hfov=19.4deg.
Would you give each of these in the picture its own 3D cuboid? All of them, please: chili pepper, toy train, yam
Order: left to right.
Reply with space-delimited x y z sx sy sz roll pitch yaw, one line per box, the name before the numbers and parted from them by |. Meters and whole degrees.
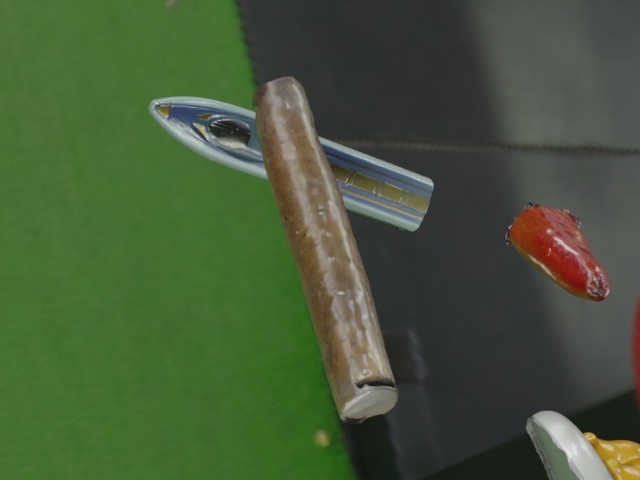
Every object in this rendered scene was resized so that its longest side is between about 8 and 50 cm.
toy train | -0.025 -0.068 1.563 0.252 0.048 0.055 19 95 -23
yam | 0.000 0.000 1.241 0.046 0.046 0.264 11 48 -35
chili pepper | 0.261 0.024 1.946 0.088 0.065 0.169 10 20 -18

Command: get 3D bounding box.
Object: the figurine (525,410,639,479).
figurine | 0.290 0.213 1.593 0.250 0.141 0.166 60 -6 -35
